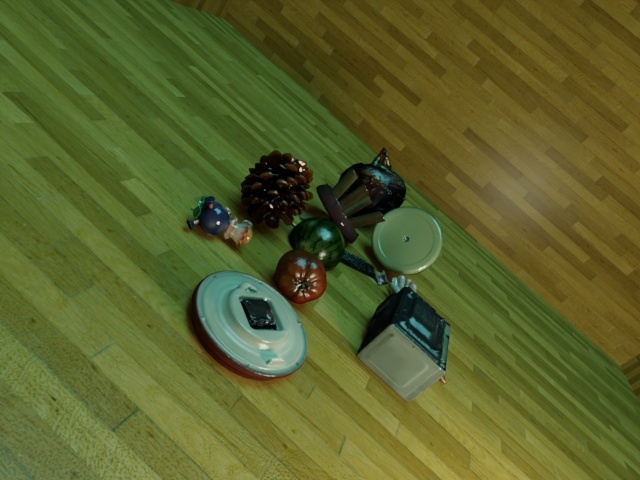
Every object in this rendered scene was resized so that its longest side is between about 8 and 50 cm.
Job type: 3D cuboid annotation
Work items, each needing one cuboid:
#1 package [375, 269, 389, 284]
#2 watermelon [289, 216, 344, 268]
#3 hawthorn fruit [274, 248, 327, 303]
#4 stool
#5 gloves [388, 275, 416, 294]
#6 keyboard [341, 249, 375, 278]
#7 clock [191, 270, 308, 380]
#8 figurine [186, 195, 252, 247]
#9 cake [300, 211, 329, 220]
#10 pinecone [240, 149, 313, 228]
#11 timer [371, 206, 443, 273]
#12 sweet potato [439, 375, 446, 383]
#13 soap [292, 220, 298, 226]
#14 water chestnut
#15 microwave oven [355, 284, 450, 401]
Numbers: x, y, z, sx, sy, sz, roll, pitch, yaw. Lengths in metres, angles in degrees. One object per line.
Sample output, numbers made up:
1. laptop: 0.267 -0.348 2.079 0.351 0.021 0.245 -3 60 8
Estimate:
1. package: 0.246 0.148 1.764 0.083 0.029 0.059 -4 73 -54
2. watermelon: 0.003 -0.003 1.566 0.204 0.127 0.232 51 32 13
3. hawthorn fruit: -0.060 0.092 1.314 0.163 0.162 0.203 33 11 -16
4. stool: 0.119 -0.141 1.790 0.272 0.179 0.272 57 6 -9
5. gloves: 0.327 0.226 1.677 0.119 0.097 0.229 27 33 -37
6. keyboard: 0.123 0.078 1.719 0.231 0.023 0.072 28 30 -25
7. clock: -0.162 0.193 1.073 0.319 0.080 0.318 31 27 -18
8. figurine: -0.280 -0.056 1.279 0.195 0.111 0.102 27 8 -26
9. cake: -0.029 -0.077 1.756 0.121 0.065 0.052 9 33 -11
10. pinecone: -0.153 -0.159 1.477 0.264 0.264 0.264 32 26 -18
11. timer: 0.395 0.033 1.950 0.290 0.291 0.315 52 4 23
12. sweet potato: 0.391 0.442 1.488 0.095 0.034 0.034 56 27 8
13. soap: -0.114 -0.079 1.657 0.089 0.012 0.034 41 26 2
14. water chestnut: 0.249 -0.268 2.098 0.336 0.346 0.335 12 -5 1
15. microwave oven: 0.274 0.302 1.378 0.237 0.181 0.295 43 26 2
